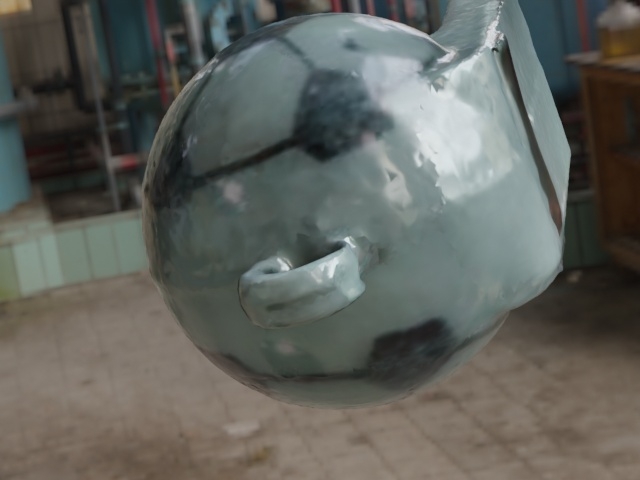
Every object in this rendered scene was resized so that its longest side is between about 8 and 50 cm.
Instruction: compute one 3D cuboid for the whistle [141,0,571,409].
[{"bbox_3d":[0.014,-0.021,0.603,0.164,0.163,0.289,-7,15,12],"label":"whistle"}]
